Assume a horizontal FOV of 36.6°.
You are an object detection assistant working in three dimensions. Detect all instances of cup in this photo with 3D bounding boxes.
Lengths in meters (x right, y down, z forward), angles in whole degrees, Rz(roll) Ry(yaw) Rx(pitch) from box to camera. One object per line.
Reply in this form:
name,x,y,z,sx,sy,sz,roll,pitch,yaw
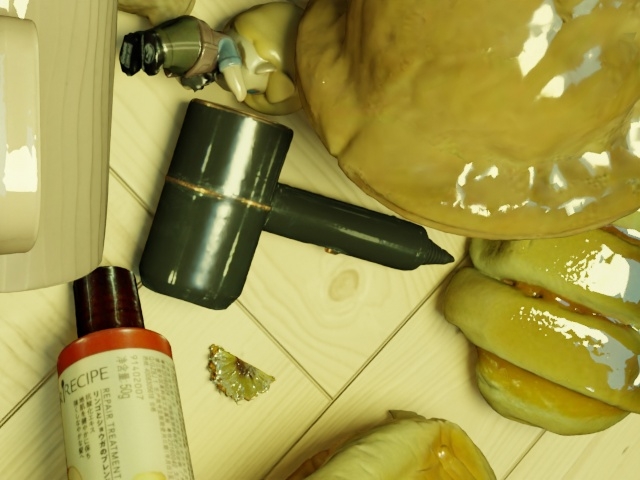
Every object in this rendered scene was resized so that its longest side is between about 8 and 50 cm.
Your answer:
cup,-0.242,-0.106,0.740,0.208,0.288,0.273,-12,114,-50

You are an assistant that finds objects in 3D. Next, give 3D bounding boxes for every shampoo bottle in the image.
shampoo bottle,-0.173,0.150,0.848,0.104,0.104,0.278,0,56,-25

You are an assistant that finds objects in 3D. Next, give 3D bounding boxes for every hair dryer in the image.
hair dryer,0.000,0.000,0.982,0.352,0.107,0.189,17,93,-31

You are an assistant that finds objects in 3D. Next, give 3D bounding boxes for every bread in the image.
bread,0.307,0.057,1.067,0.300,0.210,0.341,34,84,-23
bread,0.042,0.316,0.919,0.389,0.183,0.236,-18,76,-56

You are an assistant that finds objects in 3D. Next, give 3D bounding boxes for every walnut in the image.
walnut,0.177,-0.180,0.841,0.384,0.383,0.383,-4,100,-24

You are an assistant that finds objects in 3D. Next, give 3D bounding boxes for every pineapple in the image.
pineapple,-0.087,0.143,0.999,0.083,0.019,0.045,37,79,-28

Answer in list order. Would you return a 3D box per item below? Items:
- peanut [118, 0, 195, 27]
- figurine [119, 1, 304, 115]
peanut,-0.188,-0.286,0.851,0.104,0.086,0.227,-37,113,-25
figurine,-0.081,-0.164,0.885,0.196,0.114,0.108,-13,99,-42
